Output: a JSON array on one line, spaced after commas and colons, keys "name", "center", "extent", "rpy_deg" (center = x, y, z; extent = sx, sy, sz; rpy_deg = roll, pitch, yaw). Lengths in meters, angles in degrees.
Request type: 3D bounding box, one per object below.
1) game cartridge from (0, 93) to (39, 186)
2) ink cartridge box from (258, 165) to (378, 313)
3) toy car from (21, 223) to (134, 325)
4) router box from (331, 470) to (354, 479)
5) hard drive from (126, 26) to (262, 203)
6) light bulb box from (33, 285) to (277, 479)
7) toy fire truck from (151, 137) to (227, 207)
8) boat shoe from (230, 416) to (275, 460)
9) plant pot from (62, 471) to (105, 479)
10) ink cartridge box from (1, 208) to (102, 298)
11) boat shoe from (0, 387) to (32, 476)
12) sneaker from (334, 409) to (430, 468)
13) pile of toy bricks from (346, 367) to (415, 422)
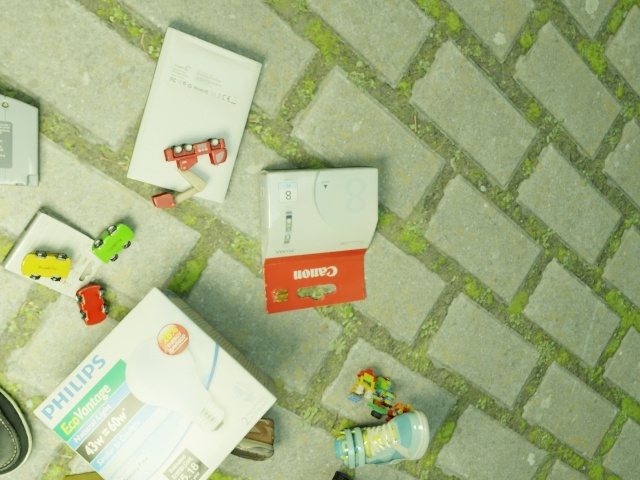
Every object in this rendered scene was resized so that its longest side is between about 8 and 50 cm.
[{"name": "game cartridge", "center": [-0.741, -0.215, 1.152], "extent": [0.298, 0.062, 0.197], "rpy_deg": [1, 94, -24]}, {"name": "ink cartridge box", "center": [0.000, 0.000, 1.493], "extent": [0.308, 0.091, 0.384], "rpy_deg": [-6, 100, -23]}, {"name": "toy car", "center": [-0.520, 0.048, 1.276], "extent": [0.225, 0.053, 0.239], "rpy_deg": [-48, 131, -16]}, {"name": "router box", "center": [0.003, 0.823, 1.545], "extent": [0.081, 0.243, 0.308], "rpy_deg": [28, 87, 6]}, {"name": "hard drive", "center": [-0.297, -0.288, 1.337], "extent": [0.233, 0.047, 0.352], "rpy_deg": [15, 92, -25]}, {"name": "light bulb box", "center": [-0.346, 0.350, 1.259], "extent": [0.361, 0.225, 0.358], "rpy_deg": [42, 80, 0]}, {"name": "toy fire truck", "center": [-0.303, -0.157, 1.304], "extent": [0.192, 0.047, 0.135], "rpy_deg": [-16, 105, -22]}, {"name": "boat shoe", "center": [-0.267, 0.473, 1.453], "extent": [0.325, 0.123, 0.116], "rpy_deg": [23, 55, -17]}, {"name": "plant pot", "center": [-0.541, 0.666, 1.314], "extent": [0.187, 0.212, 0.212], "rpy_deg": [17, 92, -12]}, {"name": "ink cartridge box", "center": [-0.594, 0.033, 1.275], "extent": [0.179, 0.045, 0.145], "rpy_deg": [37, 82, -43]}, {"name": "boat shoe", "center": [-0.802, 0.325, 1.160], "extent": [0.187, 0.156, 0.500], "rpy_deg": [-37, 113, -16]}, {"name": "sneaker", "center": [0.158, 0.559, 1.562], "extent": [0.208, 0.319, 0.127], "rpy_deg": [5, 53, -18]}, {"name": "pile of toy bricks", "center": [0.178, 0.447, 1.653], "extent": [0.212, 0.118, 0.105], "rpy_deg": [31, 51, -14]}]
